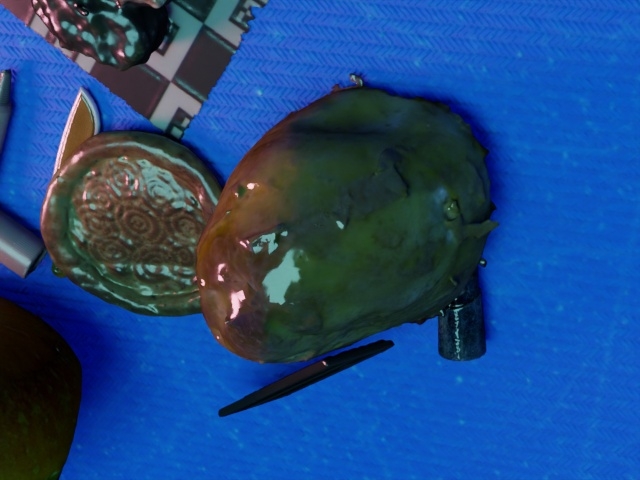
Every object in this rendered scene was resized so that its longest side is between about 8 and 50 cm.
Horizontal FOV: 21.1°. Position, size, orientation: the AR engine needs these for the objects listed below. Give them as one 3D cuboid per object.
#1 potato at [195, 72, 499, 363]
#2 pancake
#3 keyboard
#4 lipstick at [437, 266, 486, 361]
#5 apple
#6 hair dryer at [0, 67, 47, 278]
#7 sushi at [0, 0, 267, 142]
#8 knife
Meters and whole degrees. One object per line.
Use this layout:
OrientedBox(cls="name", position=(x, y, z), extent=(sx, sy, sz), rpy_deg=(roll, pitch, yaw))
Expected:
OrientedBox(cls="potato", position=(0.000, 0.000, 1.758), extent=(0.301, 0.237, 0.289), rpy_deg=(26, 120, 21))
OrientedBox(cls="pancake", position=(-0.204, -0.015, 1.975), extent=(0.250, 0.031, 0.250), rpy_deg=(8, 121, 14))
OrientedBox(cls="keyboard", position=(0.006, 0.144, 1.853), extent=(0.381, 0.103, 0.041), rpy_deg=(-20, 86, 58))
OrientedBox(cls="lipstick", position=(0.151, 0.014, 1.848), extent=(0.053, 0.053, 0.234), rpy_deg=(5, 113, 20))
OrientedBox(cls="apple", position=(-0.459, 0.241, 2.024), extent=(0.384, 0.374, 0.374), rpy_deg=(18, 122, 32))
OrientedBox(cls="hair dryer", position=(-0.372, -0.090, 2.011), extent=(0.195, 0.053, 0.220), rpy_deg=(36, 117, 1))
OrientedBox(cls="sushi", position=(-0.200, -0.300, 1.793), extent=(0.296, 0.100, 0.373), rpy_deg=(38, 123, 1))
OrientedBox(cls="knife", position=(-0.293, -0.064, 2.000), extent=(0.046, 0.022, 0.256), rpy_deg=(25, 122, 14))
